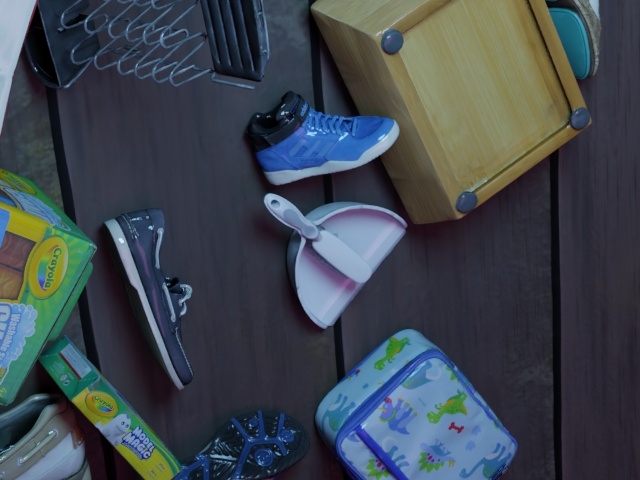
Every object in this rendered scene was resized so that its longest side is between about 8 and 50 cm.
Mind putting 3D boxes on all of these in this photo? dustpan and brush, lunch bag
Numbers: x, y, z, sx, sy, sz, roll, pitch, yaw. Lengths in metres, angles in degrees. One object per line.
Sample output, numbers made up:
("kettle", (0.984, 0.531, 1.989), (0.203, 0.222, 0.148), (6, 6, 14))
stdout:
("dustpan and brush", (0.000, 0.000, 2.002), (0.211, 0.060, 0.147), (38, 90, -36))
("lunch bag", (0.107, 0.225, 2.149), (0.176, 0.090, 0.219), (-41, 124, -5))

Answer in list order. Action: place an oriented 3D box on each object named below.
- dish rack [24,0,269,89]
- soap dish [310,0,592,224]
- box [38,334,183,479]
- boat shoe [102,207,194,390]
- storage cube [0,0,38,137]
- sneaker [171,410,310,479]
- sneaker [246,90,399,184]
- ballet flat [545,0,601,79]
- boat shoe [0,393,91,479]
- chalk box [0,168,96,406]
("dish rack", (-0.167, -0.228, 1.691), (0.074, 0.271, 0.208), (-39, 129, -38))
("soap dish", (0.147, -0.180, 1.971), (0.229, 0.118, 0.291), (-35, 123, -12))
("box", (-0.207, 0.184, 1.940), (0.043, 0.105, 0.179), (-40, 126, -7))
("boat shoe", (-0.158, 0.060, 1.932), (0.065, 0.075, 0.206), (-26, 117, -14))
("storage cube", (-0.368, -0.184, 1.621), (0.215, 0.193, 0.183), (11, 106, -28))
("sneaker", (-0.106, 0.252, 2.058), (0.211, 0.080, 0.081), (-24, 158, -27))
("sneaker", (-0.002, -0.114, 1.922), (0.152, 0.058, 0.084), (-14, 122, 23))
("ballet flat", (0.265, -0.266, 2.033), (0.067, 0.073, 0.206), (-47, 131, -22))
("boat shoe", (-0.373, 0.239, 1.875), (0.302, 0.113, 0.103), (-23, 120, -32))
("chalk box", (-0.338, 0.023, 1.748), (0.289, 0.179, 0.180), (22, 100, -35))
